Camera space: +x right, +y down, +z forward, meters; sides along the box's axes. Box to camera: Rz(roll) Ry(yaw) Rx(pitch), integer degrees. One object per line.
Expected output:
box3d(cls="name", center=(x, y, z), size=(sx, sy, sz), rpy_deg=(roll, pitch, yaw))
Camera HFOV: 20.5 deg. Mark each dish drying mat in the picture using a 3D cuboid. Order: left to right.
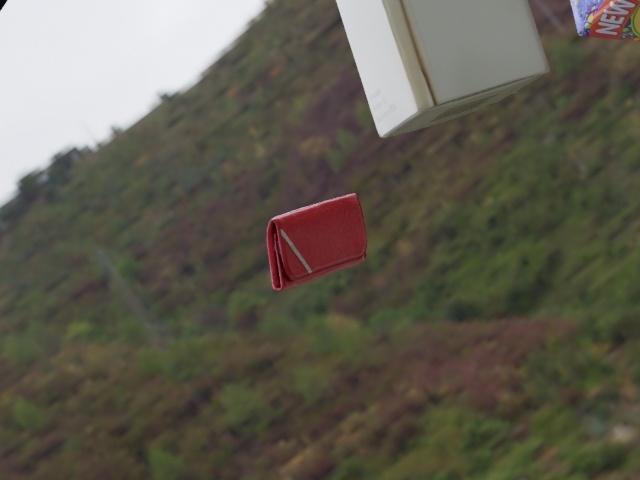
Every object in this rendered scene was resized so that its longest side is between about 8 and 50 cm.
box3d(cls="dish drying mat", center=(0.000, 0.000, 0.769), size=(0.008, 0.032, 0.083), rpy_deg=(-7, 6, 28))

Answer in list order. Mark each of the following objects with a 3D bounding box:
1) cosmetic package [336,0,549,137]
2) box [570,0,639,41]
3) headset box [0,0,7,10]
box3d(cls="cosmetic package", center=(0.063, -0.249, 1.370), size=(0.113, 0.309, 0.160), rpy_deg=(-18, -2, -10))
box3d(cls="box", center=(0.293, -0.223, 0.809), size=(0.279, 0.177, 0.290), rpy_deg=(2, -20, -24))
box3d(cls="headset box", center=(-0.319, -0.210, 1.244), size=(0.246, 0.131, 0.283), rpy_deg=(-17, 36, 34))
